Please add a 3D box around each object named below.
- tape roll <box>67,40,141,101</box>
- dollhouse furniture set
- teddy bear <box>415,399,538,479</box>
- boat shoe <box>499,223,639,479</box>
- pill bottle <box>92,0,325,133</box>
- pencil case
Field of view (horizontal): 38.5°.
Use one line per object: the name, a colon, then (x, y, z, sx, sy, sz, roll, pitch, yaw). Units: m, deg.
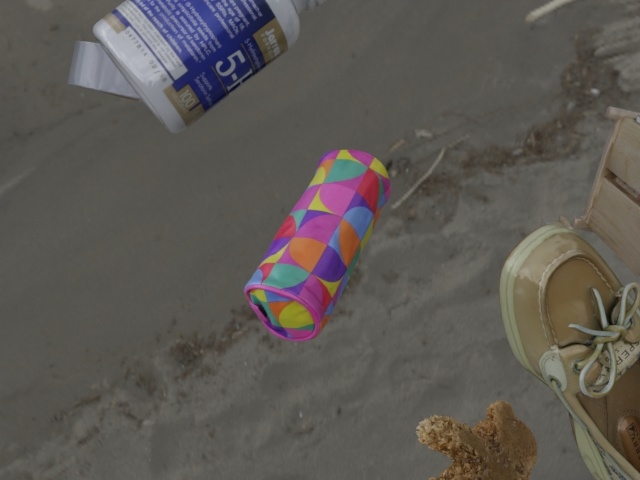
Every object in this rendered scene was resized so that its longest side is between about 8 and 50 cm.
tape roll: (-0.293, -0.262, 1.485, 0.219, 0.219, 0.072, 14, 94, 11)
dollhouse furniture set: (0.369, -0.022, 0.971, 0.174, 0.355, 0.303, 10, 21, -8)
teddy bear: (0.208, 0.373, 1.306, 0.245, 0.113, 0.338, 42, 40, -18)
boat shoe: (0.234, 0.107, 0.721, 0.104, 0.285, 0.089, -40, 28, -9)
pill bottle: (-0.082, -0.186, 0.760, 0.187, 0.112, 0.112, -39, 61, -5)
pencil case: (0.000, 0.000, 1.038, 0.104, 0.104, 0.236, 18, 52, 14)
